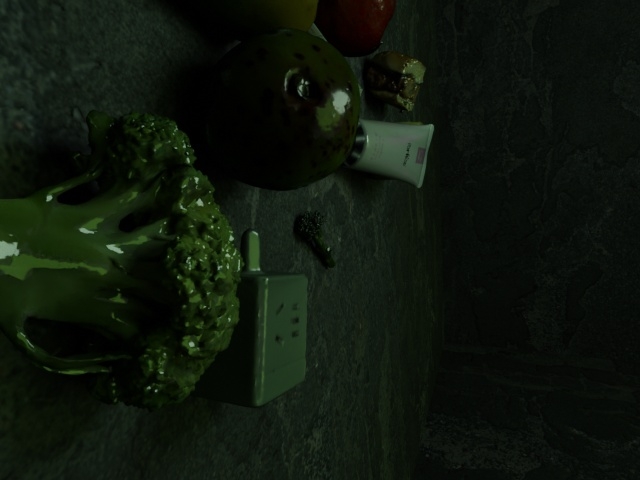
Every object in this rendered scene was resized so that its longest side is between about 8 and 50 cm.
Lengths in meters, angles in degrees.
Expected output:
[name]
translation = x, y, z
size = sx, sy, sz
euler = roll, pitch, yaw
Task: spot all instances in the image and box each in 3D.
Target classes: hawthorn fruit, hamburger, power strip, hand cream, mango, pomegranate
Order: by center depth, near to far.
[mango]
translation = -0.103, -0.349, 0.574
size = 0.251, 0.156, 0.114
euler = 5, 84, -57
[power strip]
translation = -0.105, 0.096, 0.604
size = 0.140, 0.139, 0.225
euler = 8, 84, -65
[pomegranate]
translation = -0.063, -0.157, 0.640
size = 0.286, 0.230, 0.231
euler = 112, -4, -58
[hawthorn fruit]
translation = 0.051, -0.514, 0.893
size = 0.251, 0.189, 0.190
euler = 40, 55, -53
[hand cream]
translation = 0.186, -0.239, 1.138
size = 0.358, 0.118, 0.186
euler = -3, 105, -42
[hamburger]
translation = 0.236, -0.497, 1.346
size = 0.156, 0.245, 0.282
euler = -69, -154, 17

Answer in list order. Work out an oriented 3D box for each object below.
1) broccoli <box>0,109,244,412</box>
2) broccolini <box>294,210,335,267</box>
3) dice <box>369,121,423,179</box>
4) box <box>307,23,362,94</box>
[broccoli]
translation = -0.171, 0.006, 0.388
size = 0.254, 0.186, 0.302
euler = -65, 155, -26
[broccolini]
translation = -0.003, 0.000, 0.972
size = 0.067, 0.058, 0.216
euler = -40, 152, -5
[dice]
translation = 0.241, -0.283, 1.353
size = 0.169, 0.166, 0.170
euler = -29, 118, -63
[box]
translation = -0.003, -0.286, 0.749
size = 0.221, 0.032, 0.122
euler = 61, -24, 24
